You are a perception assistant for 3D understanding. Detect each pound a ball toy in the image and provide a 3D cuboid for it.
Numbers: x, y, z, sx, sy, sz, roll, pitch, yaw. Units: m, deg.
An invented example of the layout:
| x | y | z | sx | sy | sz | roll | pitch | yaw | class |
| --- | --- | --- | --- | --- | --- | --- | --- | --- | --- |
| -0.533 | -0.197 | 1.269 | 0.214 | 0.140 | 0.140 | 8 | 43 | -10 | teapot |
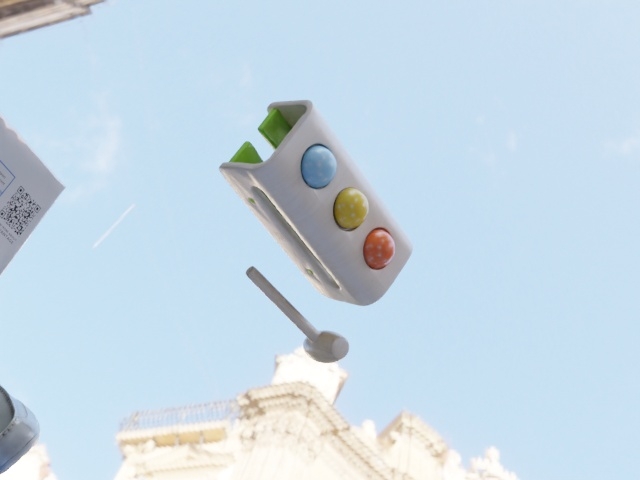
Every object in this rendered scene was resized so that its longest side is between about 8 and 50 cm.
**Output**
| x | y | z | sx | sy | sz | roll | pitch | yaw | class |
| --- | --- | --- | --- | --- | --- | --- | --- | --- | --- |
| 0.000 | 0.000 | 1.272 | 0.135 | 0.208 | 0.319 | 7 | -37 | 48 | pound a ball toy |

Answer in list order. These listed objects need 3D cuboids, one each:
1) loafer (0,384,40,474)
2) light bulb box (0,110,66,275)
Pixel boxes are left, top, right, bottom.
| x | y | z | sx | sy | sz | roll | pitch | yaw | class |
| --- | --- | --- | --- | --- | --- | --- | --- | --- | --- |
| -0.445 | 0.212 | 1.182 | 0.319 | 0.112 | 0.111 | 1 | -51 | 51 | loafer |
| -0.630 | -0.066 | 1.386 | 0.225 | 0.361 | 0.358 | 13 | -30 | 33 | light bulb box |
